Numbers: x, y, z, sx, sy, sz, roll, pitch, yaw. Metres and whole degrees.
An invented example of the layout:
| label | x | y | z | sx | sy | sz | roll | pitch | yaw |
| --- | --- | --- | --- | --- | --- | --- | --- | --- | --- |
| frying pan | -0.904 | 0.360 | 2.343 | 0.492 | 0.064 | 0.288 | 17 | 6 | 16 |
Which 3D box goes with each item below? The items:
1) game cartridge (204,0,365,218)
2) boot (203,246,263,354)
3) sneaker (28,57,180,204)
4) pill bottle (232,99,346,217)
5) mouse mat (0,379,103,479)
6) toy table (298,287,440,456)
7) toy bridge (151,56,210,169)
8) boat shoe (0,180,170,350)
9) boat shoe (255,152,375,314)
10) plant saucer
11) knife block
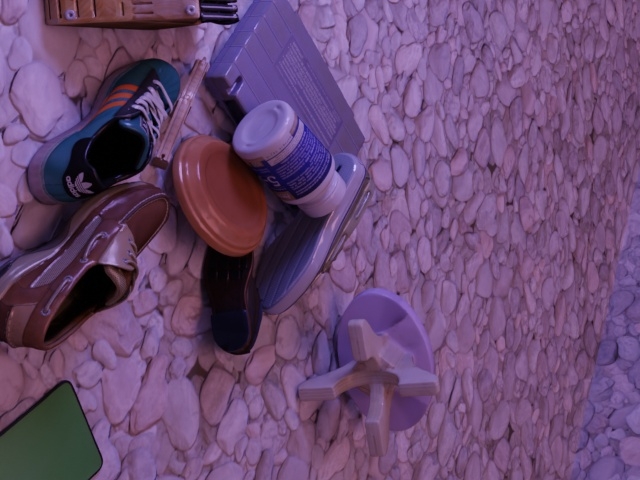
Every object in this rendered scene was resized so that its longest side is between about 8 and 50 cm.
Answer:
| label | x | y | z | sx | sy | sz | roll | pitch | yaw |
| --- | --- | --- | --- | --- | --- | --- | --- | --- | --- |
| game cartridge | -0.051 | -0.221 | 1.896 | 0.355 | 0.068 | 0.230 | 58 | 43 | -39 |
| boot | -0.137 | 0.079 | 1.789 | 0.106 | 0.082 | 0.219 | 68 | 21 | -72 |
| sneaker | -0.261 | -0.150 | 1.533 | 0.302 | 0.121 | 0.108 | -55 | 134 | -39 |
| pill bottle | -0.043 | -0.123 | 1.772 | 0.186 | 0.112 | 0.112 | 46 | 54 | -38 |
| mouse mat | -0.371 | 0.295 | 1.488 | 0.190 | 0.007 | 0.152 | -42 | 124 | -45 |
| toy table | 0.103 | 0.239 | 1.992 | 0.274 | 0.252 | 0.161 | 68 | 23 | -11 |
| toy bridge | -0.204 | -0.198 | 1.667 | 0.026 | 0.063 | 0.188 | 23 | 65 | -9 |
| boat shoe | -0.296 | 0.042 | 1.465 | 0.324 | 0.120 | 0.122 | -46 | 150 | -41 |
| boat shoe | 0.000 | 0.000 | 1.872 | 0.094 | 0.109 | 0.302 | 37 | 84 | -44 |
| plant saucer | -0.145 | -0.074 | 1.718 | 0.200 | 0.037 | 0.200 | 36 | 41 | -41 |
| knife block | -0.248 | -0.346 | 1.600 | 0.276 | 0.242 | 0.088 | -5 | 96 | -10 |
